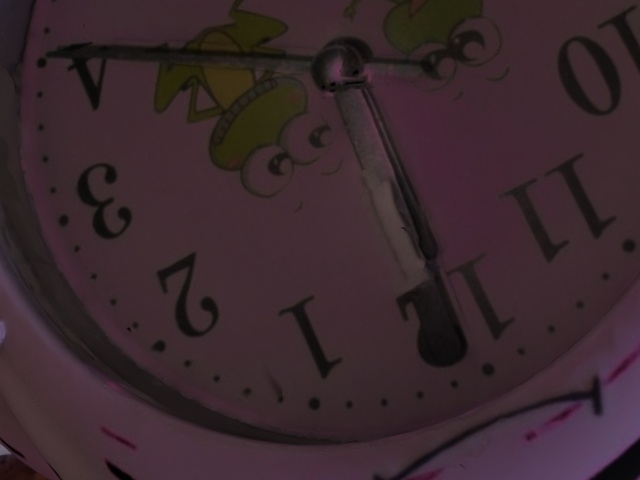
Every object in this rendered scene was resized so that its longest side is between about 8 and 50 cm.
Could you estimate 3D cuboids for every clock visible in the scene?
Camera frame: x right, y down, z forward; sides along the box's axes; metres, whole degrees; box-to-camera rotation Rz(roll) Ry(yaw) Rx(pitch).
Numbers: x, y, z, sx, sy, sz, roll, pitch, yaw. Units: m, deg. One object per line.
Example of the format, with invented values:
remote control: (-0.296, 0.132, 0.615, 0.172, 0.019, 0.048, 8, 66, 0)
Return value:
clock: (0.015, -0.036, 0.418, 0.295, 0.322, 0.113, -27, 166, 13)

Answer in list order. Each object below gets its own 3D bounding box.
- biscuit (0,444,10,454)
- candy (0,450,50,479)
biscuit: (-0.192, 0.059, 0.699, 0.265, 0.040, 0.188, 14, 132, -43)
candy: (-0.165, 0.210, 0.832, 0.289, 0.157, 0.214, -30, 143, 10)
